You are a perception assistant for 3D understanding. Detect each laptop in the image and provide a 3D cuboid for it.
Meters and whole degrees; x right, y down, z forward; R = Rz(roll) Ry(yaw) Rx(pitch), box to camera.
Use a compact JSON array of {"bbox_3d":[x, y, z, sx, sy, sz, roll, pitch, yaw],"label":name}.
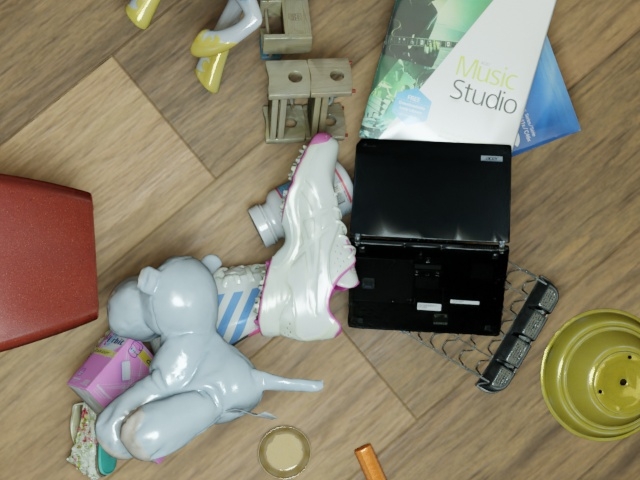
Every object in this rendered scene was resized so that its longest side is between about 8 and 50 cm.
[{"bbox_3d":[0.163,-0.002,1.692,0.234,0.136,0.264,3,125,5],"label":"laptop"}]

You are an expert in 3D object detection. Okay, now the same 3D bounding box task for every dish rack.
[{"bbox_3d":[0.225,0.096,1.767,0.271,0.074,0.208,31,87,-4],"label":"dish rack"}]

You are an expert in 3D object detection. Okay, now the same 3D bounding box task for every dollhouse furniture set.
[{"bbox_3d":[-0.025,-0.262,1.724,0.129,0.129,0.183,-3,62,-7],"label":"dollhouse furniture set"}]

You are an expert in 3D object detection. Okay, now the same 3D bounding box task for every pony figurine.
[{"bbox_3d":[-0.134,-0.449,1.620,0.363,0.303,0.351,-41,80,20],"label":"pony figurine"}]

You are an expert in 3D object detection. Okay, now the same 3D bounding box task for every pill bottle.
[{"bbox_3d":[-0.027,-0.054,1.727,0.160,0.087,0.087,-26,94,-5],"label":"pill bottle"}]

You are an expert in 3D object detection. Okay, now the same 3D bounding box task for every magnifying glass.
[{"bbox_3d":[0.112,0.433,1.786,0.092,0.026,0.231,-24,95,-5],"label":"magnifying glass"}]

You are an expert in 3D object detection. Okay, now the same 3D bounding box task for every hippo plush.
[{"bbox_3d":[-0.205,0.149,1.515,0.234,0.294,0.236,-24,97,-50],"label":"hippo plush"}]

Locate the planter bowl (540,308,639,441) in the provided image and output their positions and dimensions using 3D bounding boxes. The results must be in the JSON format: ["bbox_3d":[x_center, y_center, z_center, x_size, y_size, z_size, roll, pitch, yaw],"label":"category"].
[{"bbox_3d":[0.467,0.220,1.784,0.217,0.090,0.217,0,91,-7],"label":"planter bowl"}]

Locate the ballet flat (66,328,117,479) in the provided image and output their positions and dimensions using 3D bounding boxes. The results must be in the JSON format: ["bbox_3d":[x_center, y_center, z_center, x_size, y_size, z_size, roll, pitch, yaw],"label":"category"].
[{"bbox_3d":[-0.342,0.242,1.707,0.077,0.091,0.241,7,85,26],"label":"ballet flat"}]

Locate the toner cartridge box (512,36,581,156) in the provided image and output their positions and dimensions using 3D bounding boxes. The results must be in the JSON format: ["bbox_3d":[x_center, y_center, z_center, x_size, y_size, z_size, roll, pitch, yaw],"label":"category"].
[{"bbox_3d":[0.266,-0.303,1.759,0.165,0.075,0.347,-22,93,-5],"label":"toner cartridge box"}]

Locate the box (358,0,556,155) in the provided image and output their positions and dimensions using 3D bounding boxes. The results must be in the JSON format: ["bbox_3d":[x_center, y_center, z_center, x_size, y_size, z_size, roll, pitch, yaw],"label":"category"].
[{"bbox_3d":[0.210,-0.279,1.685,0.232,0.058,0.322,15,96,3],"label":"box"}]

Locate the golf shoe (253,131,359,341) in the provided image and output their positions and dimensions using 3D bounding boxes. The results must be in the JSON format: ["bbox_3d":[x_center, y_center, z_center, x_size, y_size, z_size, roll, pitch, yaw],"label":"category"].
[{"bbox_3d":[0.000,0.000,1.616,0.140,0.115,0.306,13,88,7],"label":"golf shoe"}]

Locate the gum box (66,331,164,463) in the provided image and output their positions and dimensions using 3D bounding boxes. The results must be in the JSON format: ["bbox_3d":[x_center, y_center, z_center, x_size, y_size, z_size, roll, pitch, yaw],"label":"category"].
[{"bbox_3d":[-0.272,0.236,1.671,0.107,0.062,0.188,-52,123,-26],"label":"gum box"}]

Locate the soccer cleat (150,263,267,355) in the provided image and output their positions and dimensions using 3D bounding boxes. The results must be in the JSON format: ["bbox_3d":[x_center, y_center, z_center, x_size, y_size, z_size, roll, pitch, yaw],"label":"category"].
[{"bbox_3d":[-0.116,0.083,1.705,0.331,0.116,0.143,-32,95,-4],"label":"soccer cleat"}]

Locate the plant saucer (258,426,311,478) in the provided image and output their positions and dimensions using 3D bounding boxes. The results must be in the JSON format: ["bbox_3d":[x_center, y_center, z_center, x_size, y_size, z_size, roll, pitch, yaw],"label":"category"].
[{"bbox_3d":[-0.057,0.333,1.768,0.083,0.015,0.083,0,91,-5],"label":"plant saucer"}]

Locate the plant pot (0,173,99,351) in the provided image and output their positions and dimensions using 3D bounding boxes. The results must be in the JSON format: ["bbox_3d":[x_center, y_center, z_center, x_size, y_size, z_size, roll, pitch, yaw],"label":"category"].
[{"bbox_3d":[-0.449,0.029,1.610,0.236,0.267,0.267,-3,91,-18],"label":"plant pot"}]
